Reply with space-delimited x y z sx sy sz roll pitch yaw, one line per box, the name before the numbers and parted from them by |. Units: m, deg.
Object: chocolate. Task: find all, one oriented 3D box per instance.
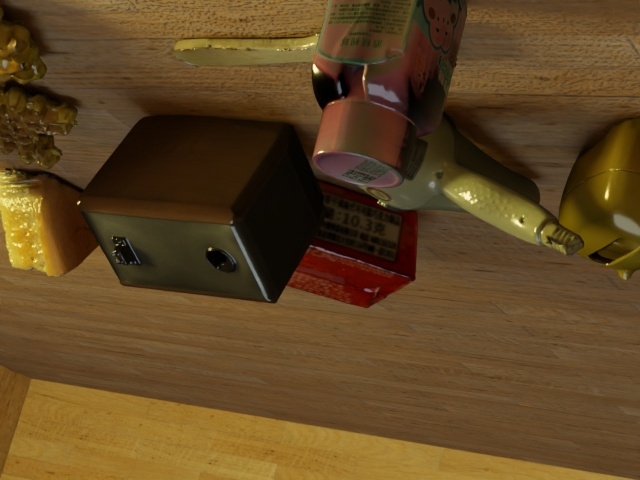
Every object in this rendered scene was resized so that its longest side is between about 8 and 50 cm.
chocolate | 0.000 0.000 1.917 0.237 0.108 0.235 18 165 -8

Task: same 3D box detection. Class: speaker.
speaker | -0.137 -0.039 1.694 0.231 0.192 0.153 5 136 30

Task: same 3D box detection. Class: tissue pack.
tissue pack | 0.318 -0.039 1.445 0.123 0.127 0.178 19 164 -6

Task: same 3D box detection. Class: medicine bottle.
medicine bottle | 0.053 -0.145 1.193 0.094 0.188 0.119 7 163 25

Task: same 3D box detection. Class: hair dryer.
hair dryer | 0.184 -0.046 1.504 0.298 0.119 0.296 30 -169 25

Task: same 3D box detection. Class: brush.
brush | -0.020 -0.193 1.416 0.336 0.020 0.085 4 162 36

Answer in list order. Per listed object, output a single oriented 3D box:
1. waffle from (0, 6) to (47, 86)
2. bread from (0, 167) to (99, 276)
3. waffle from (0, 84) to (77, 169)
waffle | -0.438 -0.235 1.597 0.291 0.051 0.291 16 164 5
bread | -0.413 -0.052 2.220 0.140 0.169 0.160 6 -157 31
waffle | -0.385 -0.154 1.834 0.149 0.051 0.194 22 158 -25
